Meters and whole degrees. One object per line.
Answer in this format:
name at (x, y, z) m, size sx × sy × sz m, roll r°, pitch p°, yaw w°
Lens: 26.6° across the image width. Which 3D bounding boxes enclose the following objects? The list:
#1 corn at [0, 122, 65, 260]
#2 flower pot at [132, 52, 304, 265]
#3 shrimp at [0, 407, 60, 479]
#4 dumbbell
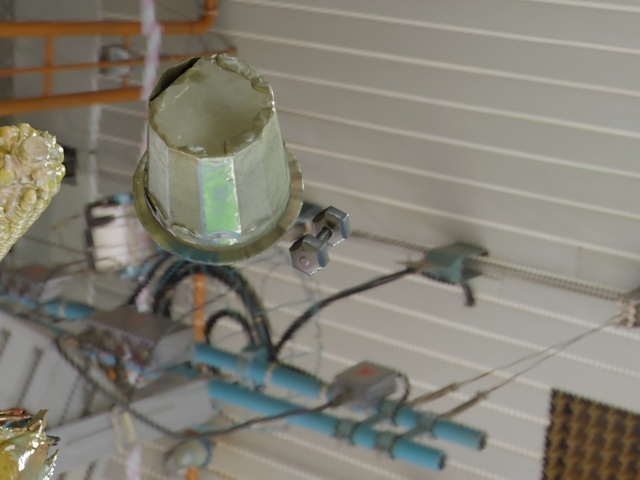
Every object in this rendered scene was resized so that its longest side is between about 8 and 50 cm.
corn at (-0.315, -0.019, 1.248) m, size 0.288 × 0.086 × 0.086 m, roll -42°, pitch -107°, yaw 47°
flower pot at (-0.126, -0.111, 1.582) m, size 0.212 × 0.212 × 0.203 m, roll 44°, pitch -21°, yaw 22°
shrimp at (-0.270, 0.165, 1.070) m, size 0.051 × 0.217 × 0.115 m, roll -33°, pitch -91°, yaw 21°
dumbbell at (0.000, 0.000, 1.324) m, size 0.036 × 0.083 × 0.040 m, roll 1°, pitch -61°, yaw 25°
